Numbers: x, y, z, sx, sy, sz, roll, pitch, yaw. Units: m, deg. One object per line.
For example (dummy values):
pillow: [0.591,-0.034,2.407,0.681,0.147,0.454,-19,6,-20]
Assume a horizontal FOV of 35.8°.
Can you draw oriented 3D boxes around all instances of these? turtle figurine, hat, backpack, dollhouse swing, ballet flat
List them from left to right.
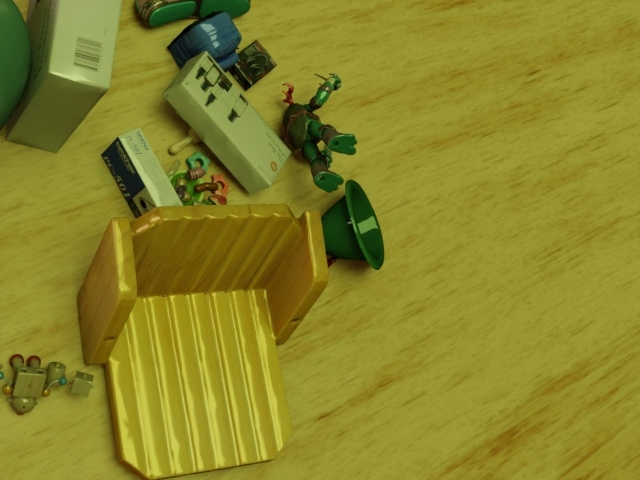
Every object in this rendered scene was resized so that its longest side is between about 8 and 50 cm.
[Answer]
ballet flat: [-0.231,-0.436,1.781,0.221,0.077,0.079,-17,65,-32]
backpack: [-0.190,-0.343,1.741,0.098,0.120,0.101,-40,97,-32]
dollhouse swing: [-0.159,0.158,1.527,0.346,0.315,0.305,-2,56,-30]
turtle figurine: [-0.009,-0.198,1.794,0.118,0.175,0.234,-8,38,-15]
hat: [0.000,0.000,1.805,0.208,0.183,0.173,-29,100,-74]

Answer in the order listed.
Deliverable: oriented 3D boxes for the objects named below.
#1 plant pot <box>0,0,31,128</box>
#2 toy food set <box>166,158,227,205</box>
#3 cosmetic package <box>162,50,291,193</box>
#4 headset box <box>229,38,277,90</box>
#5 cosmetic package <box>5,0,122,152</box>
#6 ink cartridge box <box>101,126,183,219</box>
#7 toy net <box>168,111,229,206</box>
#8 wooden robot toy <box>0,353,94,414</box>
plant pot: [-0.543,-0.258,1.392,0.293,0.293,0.235,42,28,-12]
toy food set: [-0.202,-0.083,1.664,0.122,0.019,0.078,36,62,-19]
cosmetic package: [-0.158,-0.201,1.713,0.239,0.060,0.099,49,49,-25]
headset box: [-0.125,-0.324,1.824,0.083,0.032,0.062,-43,98,-30]
cosmetic package: [-0.387,-0.361,1.540,0.097,0.284,0.377,12,69,-24]
ink cartridge box: [-0.279,-0.073,1.626,0.046,0.097,0.207,-29,91,-32]
toy net: [-0.203,-0.151,1.722,0.122,0.045,0.232,16,68,-24]
wooden robot toy: [-0.433,0.222,1.486,0.173,0.076,0.079,10,106,-27]
